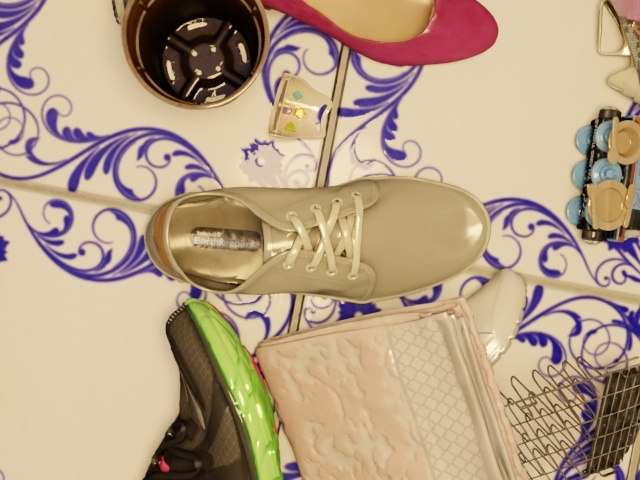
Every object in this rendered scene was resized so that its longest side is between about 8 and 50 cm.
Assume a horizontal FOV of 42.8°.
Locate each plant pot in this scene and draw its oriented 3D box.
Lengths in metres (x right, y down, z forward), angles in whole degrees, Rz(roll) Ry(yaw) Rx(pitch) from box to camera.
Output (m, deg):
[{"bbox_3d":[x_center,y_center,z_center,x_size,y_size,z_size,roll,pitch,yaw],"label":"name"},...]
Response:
[{"bbox_3d":[-0.144,-0.232,0.998,0.167,0.165,0.166,0,91,-3],"label":"plant pot"}]

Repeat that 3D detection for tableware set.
[{"bbox_3d":[0.413,-0.078,1.039,0.169,0.020,0.141,5,94,-18],"label":"tableware set"}]

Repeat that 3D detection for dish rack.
[{"bbox_3d":[0.291,0.238,1.045,0.272,0.074,0.208,-12,125,-17],"label":"dish rack"}]

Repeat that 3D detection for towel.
[{"bbox_3d":[0.088,0.253,0.998,0.317,0.053,0.331,-18,93,38],"label":"towel"}]

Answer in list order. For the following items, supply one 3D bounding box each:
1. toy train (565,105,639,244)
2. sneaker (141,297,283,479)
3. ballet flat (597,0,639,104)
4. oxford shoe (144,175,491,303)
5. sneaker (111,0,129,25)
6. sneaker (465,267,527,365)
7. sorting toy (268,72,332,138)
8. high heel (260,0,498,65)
[{"bbox_3d":[0.393,-0.083,1.081,0.105,0.080,0.184,7,91,-10],"label":"toy train"},{"bbox_3d":[-0.146,0.313,1.007,0.202,0.185,0.482,-6,91,-7],"label":"sneaker"},{"bbox_3d":[0.413,-0.250,1.085,0.079,0.077,0.221,-17,88,16],"label":"ballet flat"},{"bbox_3d":[0.000,0.000,1.035,0.450,0.130,0.169,0,90,-5],"label":"oxford shoe"},{"bbox_3d":[-0.202,-0.401,1.025,0.110,0.107,0.275,16,91,-13],"label":"sneaker"},{"bbox_3d":[0.147,0.140,1.060,0.129,0.111,0.297,45,88,1],"label":"sneaker"},{"bbox_3d":[-0.024,-0.167,1.072,0.075,0.045,0.083,14,90,-11],"label":"sorting toy"},{"bbox_3d":[0.050,-0.302,0.999,0.377,0.181,0.127,9,91,-4],"label":"high heel"}]
